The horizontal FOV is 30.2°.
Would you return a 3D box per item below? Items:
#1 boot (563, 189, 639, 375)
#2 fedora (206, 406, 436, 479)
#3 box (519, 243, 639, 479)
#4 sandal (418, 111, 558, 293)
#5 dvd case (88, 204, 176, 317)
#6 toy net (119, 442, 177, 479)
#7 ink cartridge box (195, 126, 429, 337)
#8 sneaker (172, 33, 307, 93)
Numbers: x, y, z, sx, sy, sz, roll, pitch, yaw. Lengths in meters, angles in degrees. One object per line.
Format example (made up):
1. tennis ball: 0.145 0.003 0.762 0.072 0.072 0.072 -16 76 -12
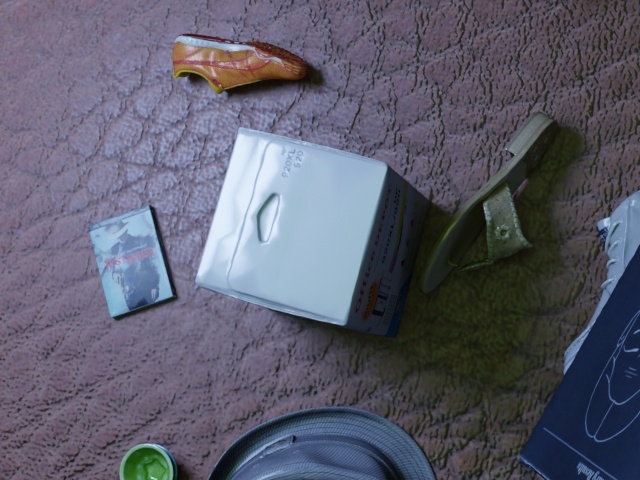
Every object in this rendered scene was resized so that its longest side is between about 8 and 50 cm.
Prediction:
1. boot: 0.331 0.033 1.259 0.258 0.095 0.123 -40 68 -2
2. fedora: -0.005 0.299 1.259 0.275 0.124 0.244 -11 79 2
3. box: 0.394 0.108 1.057 0.212 0.293 0.395 31 90 -7
4. sandal: 0.205 -0.025 1.294 0.079 0.088 0.240 34 87 23
5. dvd case: -0.231 0.026 1.447 0.087 0.013 0.119 -18 77 12
6. toy net: -0.130 0.321 1.360 0.232 0.045 0.122 18 87 17
7. ink cartridge box: 0.000 0.000 1.271 0.168 0.232 0.171 14 86 17
8. sneaker: -0.096 -0.208 1.427 0.175 0.064 0.067 11 105 22
